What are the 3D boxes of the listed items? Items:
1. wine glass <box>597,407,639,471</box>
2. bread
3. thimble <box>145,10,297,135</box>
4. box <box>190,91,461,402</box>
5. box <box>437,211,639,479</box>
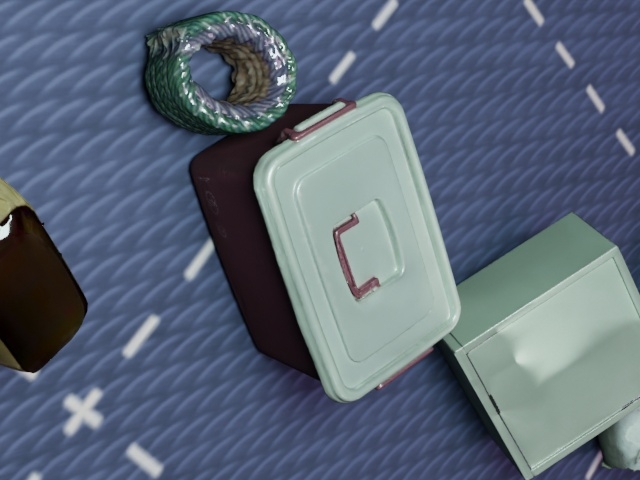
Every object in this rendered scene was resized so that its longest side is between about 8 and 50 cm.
[{"bbox_3d":[0.415,0.199,1.699,0.111,0.111,0.204,-14,100,-35],"label":"wine glass"},{"bbox_3d":[-0.301,-0.003,1.045,0.142,0.212,0.224,-48,149,-22],"label":"bread"},{"bbox_3d":[-0.099,-0.160,1.242,0.135,0.090,0.118,-1,89,-34],"label":"thimble"},{"bbox_3d":[0.000,0.000,1.308,0.193,0.168,0.294,-33,117,-31],"label":"box"},{"bbox_3d":[0.275,0.126,1.532,0.225,0.117,0.225,-33,120,-3],"label":"box"}]
